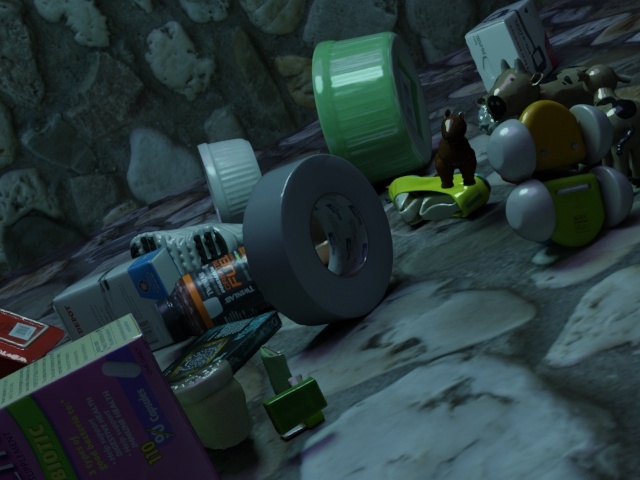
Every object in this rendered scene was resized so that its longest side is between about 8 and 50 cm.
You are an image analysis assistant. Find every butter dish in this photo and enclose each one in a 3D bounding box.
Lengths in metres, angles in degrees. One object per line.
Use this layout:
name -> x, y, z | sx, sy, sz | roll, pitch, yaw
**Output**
butter dish -> -0.559, 0.204, 2.014 | 0.160, 0.118, 0.160 | 18, 19, 6

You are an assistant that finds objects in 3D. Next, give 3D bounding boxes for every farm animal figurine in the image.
farm animal figurine -> 0.327, -0.180, 1.599 | 0.330, 0.172, 0.327 | 1, 17, 33

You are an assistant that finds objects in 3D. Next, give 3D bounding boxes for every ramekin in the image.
ramekin -> -0.180, -0.118, 2.399 | 0.109, 0.207, 0.207 | -17, 11, -5
ramekin -> 0.108, -0.255, 2.185 | 0.148, 0.303, 0.303 | -13, 16, 18

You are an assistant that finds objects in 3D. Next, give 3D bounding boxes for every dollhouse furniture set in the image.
dollhouse furniture set -> -0.046, 0.167, 1.216 | 0.059, 0.076, 0.152 | -28, 13, -16

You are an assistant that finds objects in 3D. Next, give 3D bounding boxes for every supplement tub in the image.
supplement tub -> -0.147, 0.081, 1.710 | 0.198, 0.106, 0.106 | -27, 12, -7

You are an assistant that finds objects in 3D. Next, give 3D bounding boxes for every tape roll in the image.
tape roll -> 0.000, 0.000, 1.487 | 0.072, 0.219, 0.219 | -16, 15, 41

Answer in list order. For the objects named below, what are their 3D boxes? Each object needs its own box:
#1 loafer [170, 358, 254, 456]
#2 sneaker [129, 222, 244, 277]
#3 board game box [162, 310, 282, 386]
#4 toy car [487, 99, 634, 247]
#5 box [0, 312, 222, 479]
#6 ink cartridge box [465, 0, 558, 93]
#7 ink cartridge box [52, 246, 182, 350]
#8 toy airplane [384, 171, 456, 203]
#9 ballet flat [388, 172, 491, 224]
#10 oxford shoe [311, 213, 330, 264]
loafer -> -0.133, 0.194, 1.258 | 0.102, 0.092, 0.268 | -26, -4, -12
sneaker -> -0.254, 0.017, 2.225 | 0.292, 0.110, 0.118 | -5, 15, 38
board game box -> -0.147, 0.160, 1.562 | 0.126, 0.026, 0.186 | -17, 15, 33
toy car -> 0.278, -0.073, 1.384 | 0.159, 0.182, 0.136 | -12, -10, -22
box -> -0.224, 0.220, 1.019 | 0.243, 0.213, 0.117 | -27, 12, -9
ink cartridge box -> 0.428, -0.423, 2.518 | 0.100, 0.172, 0.237 | -18, 15, 32
ink cartridge box -> -0.308, 0.111, 1.815 | 0.191, 0.139, 0.082 | -21, 14, 20
toy airplane -> 0.179, -0.098, 1.991 | 0.151, 0.028, 0.151 | -23, 14, 6
ballet flat -> 0.167, -0.061, 1.772 | 0.231, 0.077, 0.077 | -4, 41, 55
oxford shoe -> -0.031, -0.050, 1.959 | 0.130, 0.132, 0.364 | -28, 12, -9
